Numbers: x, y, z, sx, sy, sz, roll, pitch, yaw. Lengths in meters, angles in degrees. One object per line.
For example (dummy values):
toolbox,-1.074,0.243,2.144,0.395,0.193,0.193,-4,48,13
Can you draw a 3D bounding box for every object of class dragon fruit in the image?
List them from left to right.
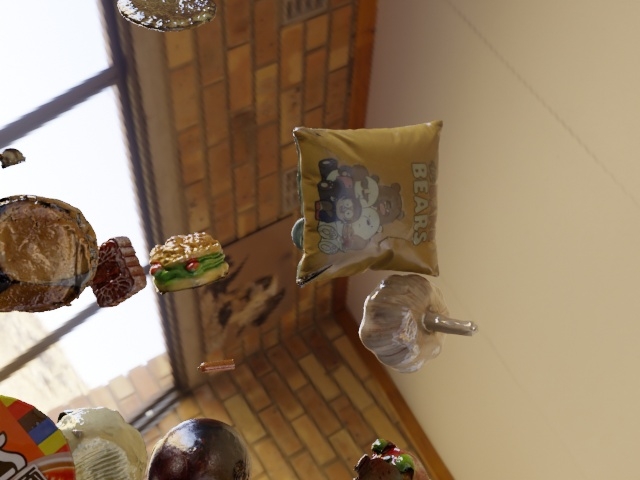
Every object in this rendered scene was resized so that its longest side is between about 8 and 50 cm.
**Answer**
dragon fruit,0.208,0.706,2.492,0.295,0.130,0.268,-56,-132,36

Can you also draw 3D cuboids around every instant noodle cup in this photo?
instant noodle cup,-0.483,0.356,1.230,0.250,0.250,0.192,60,-30,8

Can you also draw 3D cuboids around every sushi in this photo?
sushi,-0.723,-0.196,2.047,0.083,0.044,0.046,-49,119,-74

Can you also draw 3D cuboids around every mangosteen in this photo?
mangosteen,-0.330,0.608,2.322,0.293,0.297,0.297,35,-33,27

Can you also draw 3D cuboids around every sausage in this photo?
sausage,-0.303,0.365,2.532,0.031,0.107,0.031,176,-90,-67

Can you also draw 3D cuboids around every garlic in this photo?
garlic,0.200,0.167,1.671,0.226,0.199,0.199,6,-59,48

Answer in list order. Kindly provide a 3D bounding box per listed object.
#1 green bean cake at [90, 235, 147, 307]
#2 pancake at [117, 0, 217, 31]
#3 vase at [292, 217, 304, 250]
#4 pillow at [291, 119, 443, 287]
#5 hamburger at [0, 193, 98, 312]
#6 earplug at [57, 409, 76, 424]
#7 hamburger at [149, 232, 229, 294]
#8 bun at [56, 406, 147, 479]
green bean cake,-0.458,0.071,1.934,0.135,0.056,0.135,-31,-102,29
pancake,-0.295,-0.453,1.689,0.199,0.199,0.021,47,-38,36
vase,0.000,0.000,1.895,0.096,0.096,0.219,58,7,14
pillow,0.096,-0.073,1.668,0.119,0.313,0.309,-171,-102,-68
hamburger,-0.471,0.018,1.406,0.107,0.231,0.230,-113,-172,-62
earplug,-0.652,0.543,2.272,0.163,0.280,0.257,60,-32,27
hamburger,-0.385,0.055,2.514,0.237,0.237,0.148,10,-65,63
bun,-0.501,0.477,1.889,0.160,0.259,0.259,34,-36,53
